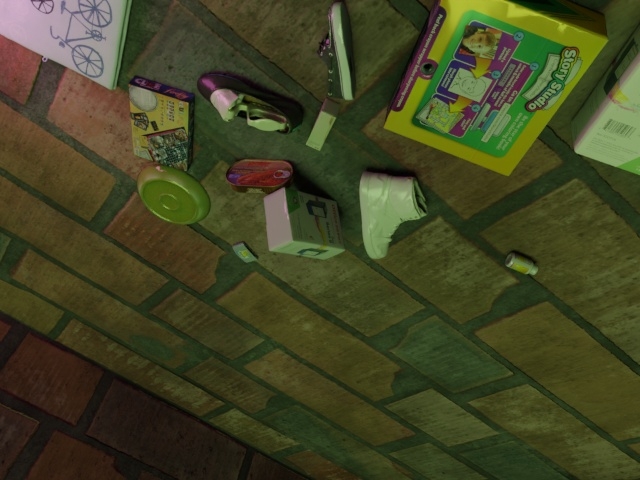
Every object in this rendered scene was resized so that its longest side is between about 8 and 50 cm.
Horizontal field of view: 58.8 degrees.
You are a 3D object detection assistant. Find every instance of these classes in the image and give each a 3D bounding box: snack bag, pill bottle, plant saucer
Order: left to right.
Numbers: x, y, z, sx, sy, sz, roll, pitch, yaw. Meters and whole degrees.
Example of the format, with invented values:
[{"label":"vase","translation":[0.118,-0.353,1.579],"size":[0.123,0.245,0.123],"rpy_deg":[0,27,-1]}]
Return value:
[{"label":"snack bag","translation":[-0.626,-0.552,1.347],"size":[0.342,0.037,0.323],"rpy_deg":[25,138,-8]},{"label":"plant saucer","translation":[-0.458,-0.128,1.745],"size":[0.241,0.037,0.241],"rpy_deg":[10,138,9]},{"label":"pill bottle","translation":[0.564,0.067,1.588],"size":[0.083,0.043,0.043],"rpy_deg":[23,138,-5]}]

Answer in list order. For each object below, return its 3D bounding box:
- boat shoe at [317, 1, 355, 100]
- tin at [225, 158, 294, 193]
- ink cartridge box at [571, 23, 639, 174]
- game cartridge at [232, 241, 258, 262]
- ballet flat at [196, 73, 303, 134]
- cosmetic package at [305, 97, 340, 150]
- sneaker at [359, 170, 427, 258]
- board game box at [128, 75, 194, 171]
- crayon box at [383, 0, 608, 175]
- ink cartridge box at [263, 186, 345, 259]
[{"label":"boat shoe","translation":[0.030,-0.409,1.245],"size":[0.076,0.080,0.228],"rpy_deg":[4,144,14]},{"label":"tin","translation":[-0.163,-0.174,1.541],"size":[0.189,0.106,0.040],"rpy_deg":[5,145,16]},{"label":"ink cartridge box","translation":[0.674,-0.300,1.094],"size":[0.207,0.119,0.353],"rpy_deg":[19,140,0]},{"label":"game cartridge","translation":[-0.249,0.040,1.870],"size":[0.056,0.017,0.083],"rpy_deg":[-14,130,36]},{"label":"ballet flat","translation":[-0.180,-0.329,1.384],"size":[0.280,0.096,0.095],"rpy_deg":[17,139,2]},{"label":"cosmetic package","translation":[0.006,-0.284,1.395],"size":[0.041,0.060,0.115],"rpy_deg":[23,140,-7]},{"label":"sneaker","translation":[0.204,-0.053,1.539],"size":[0.169,0.108,0.292],"rpy_deg":[6,136,18]},{"label":"board game box","translation":[-0.427,-0.309,1.534],"size":[0.165,0.042,0.243],"rpy_deg":[18,138,0]},{"label":"crayon box","translation":[0.342,-0.341,1.181],"size":[0.313,0.106,0.363],"rpy_deg":[20,139,-4]},{"label":"ink cartridge box","translation":[-0.042,-0.042,1.539],"size":[0.093,0.154,0.212],"rpy_deg":[-23,157,36]}]
